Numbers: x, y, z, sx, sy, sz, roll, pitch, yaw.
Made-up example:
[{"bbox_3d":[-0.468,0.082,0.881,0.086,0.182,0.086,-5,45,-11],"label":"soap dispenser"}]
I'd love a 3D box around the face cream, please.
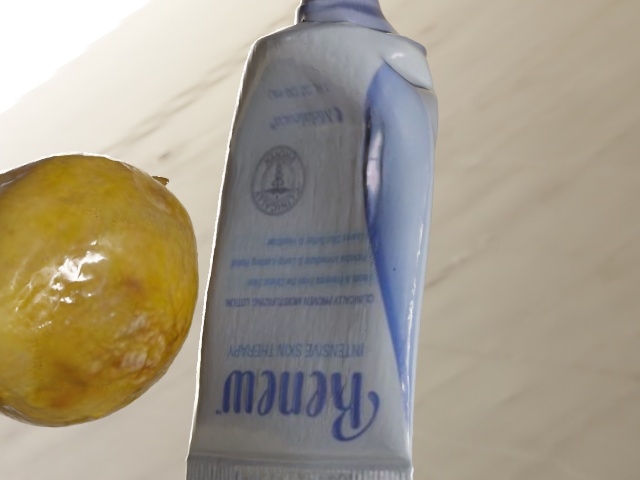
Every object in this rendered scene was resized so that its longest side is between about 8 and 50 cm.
[{"bbox_3d":[0.000,0.000,1.446,0.235,0.420,0.137,-3,166,38],"label":"face cream"}]

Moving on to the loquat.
[{"bbox_3d":[-0.206,0.042,1.464,0.193,0.238,0.238,-4,-152,43],"label":"loquat"}]
